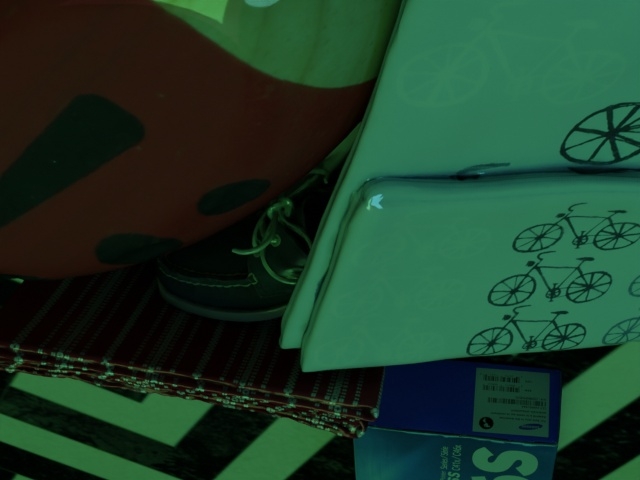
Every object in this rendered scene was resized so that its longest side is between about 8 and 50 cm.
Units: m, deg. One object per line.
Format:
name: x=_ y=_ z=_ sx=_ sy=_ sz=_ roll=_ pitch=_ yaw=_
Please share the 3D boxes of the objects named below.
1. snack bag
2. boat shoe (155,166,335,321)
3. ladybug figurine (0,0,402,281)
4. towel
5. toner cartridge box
snack bag: x=0.163 y=-0.035 z=0.776 sx=0.323 sy=0.037 sz=0.342 roll=-1 pitch=141 yaw=-18
boat shoe: x=0.000 y=0.000 z=0.899 sx=0.255 sy=0.095 sz=0.079 roll=-2 pitch=141 yaw=19
ladybug figurine: x=-0.125 y=-0.103 z=0.748 sx=0.305 sy=0.161 sz=0.449 roll=31 pitch=138 yaw=-24
towel: x=-0.089 y=0.064 z=0.937 sx=0.275 sy=0.199 sz=0.031 roll=10 pitch=111 yaw=2
toner cartridge box: x=0.118 y=0.232 z=1.180 sx=0.165 sy=0.075 sz=0.347 roll=5 pitch=142 yaw=9
